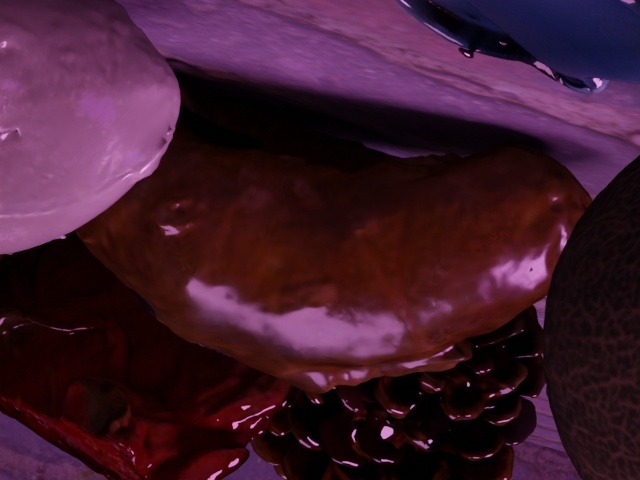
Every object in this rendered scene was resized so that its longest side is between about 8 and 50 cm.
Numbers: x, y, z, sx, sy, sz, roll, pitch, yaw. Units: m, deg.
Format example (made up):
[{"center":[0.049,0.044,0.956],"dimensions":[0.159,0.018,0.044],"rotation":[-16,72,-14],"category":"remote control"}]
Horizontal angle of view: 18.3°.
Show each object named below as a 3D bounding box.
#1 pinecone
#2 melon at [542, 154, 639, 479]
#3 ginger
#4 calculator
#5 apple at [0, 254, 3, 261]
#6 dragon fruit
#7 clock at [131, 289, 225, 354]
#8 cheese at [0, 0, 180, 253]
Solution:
[{"center":[0.071,0.112,1.588],"dimensions":[0.246,0.246,0.292],"rotation":[15,157,-12],"category":"pinecone"},{"center":[0.247,0.048,0.869],"dimensions":[0.301,0.238,0.237],"rotation":[1,166,40],"category":"melon"},{"center":[0.000,0.000,1.212],"dimensions":[0.321,0.172,0.165],"rotation":[10,-150,8],"category":"ginger"},{"center":[0.072,-0.072,0.630],"dimensions":[0.094,0.019,0.141],"rotation":[34,167,-37],"category":"calculator"},{"center":[-0.310,-0.035,1.416],"dimensions":[0.188,0.174,0.188],"rotation":[16,174,2],"category":"apple"},{"center":[-0.135,0.044,1.445],"dimensions":[0.228,0.286,0.329],"rotation":[39,178,-10],"category":"dragon fruit"},{"center":[-0.031,0.018,1.378],"dimensions":[0.214,0.042,0.215],"rotation":[12,-153,-6],"category":"clock"},{"center":[-0.194,-0.072,1.069],"dimensions":[0.198,0.154,0.189],"rotation":[17,176,-22],"category":"cheese"}]
